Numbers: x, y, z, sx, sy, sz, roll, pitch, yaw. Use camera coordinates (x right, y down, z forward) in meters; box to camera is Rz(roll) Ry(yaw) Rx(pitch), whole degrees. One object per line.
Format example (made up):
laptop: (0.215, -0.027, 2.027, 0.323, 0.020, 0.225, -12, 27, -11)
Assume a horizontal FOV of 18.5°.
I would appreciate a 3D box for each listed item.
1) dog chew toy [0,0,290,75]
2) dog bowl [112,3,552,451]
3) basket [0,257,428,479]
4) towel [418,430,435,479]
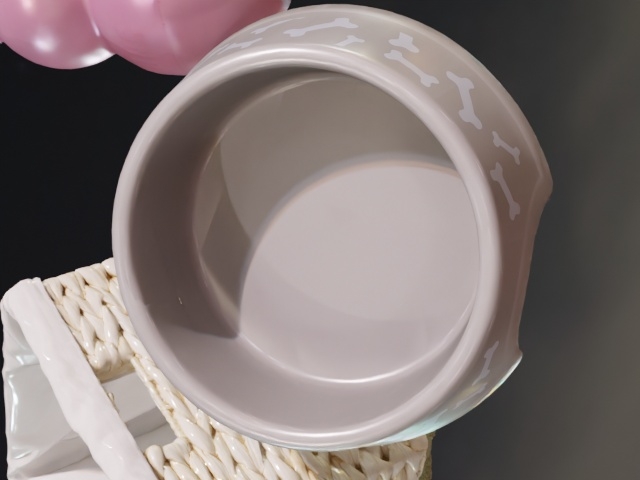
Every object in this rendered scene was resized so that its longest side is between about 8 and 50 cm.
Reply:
dog chew toy: (-0.194, -0.232, 1.626, 0.206, 0.332, 0.206, -4, -90, -80)
dog bowl: (0.000, 0.000, 1.479, 0.102, 0.349, 0.349, -27, -54, -67)
basket: (-0.106, 0.209, 1.774, 0.266, 0.328, 0.331, -21, -33, -24)
towel: (0.044, 0.202, 1.998, 0.027, 0.148, 0.110, -103, 16, -66)
